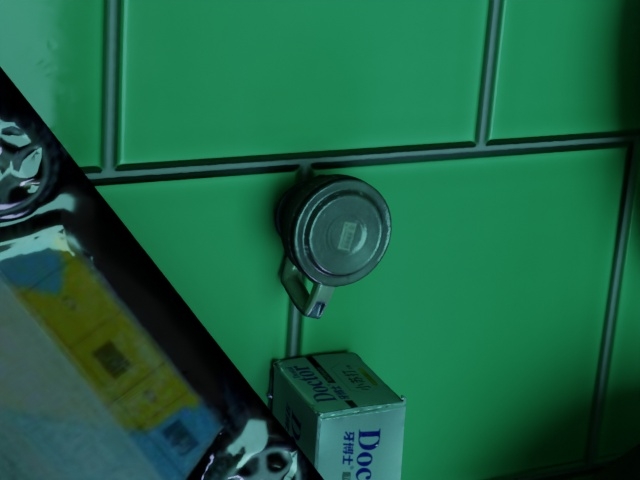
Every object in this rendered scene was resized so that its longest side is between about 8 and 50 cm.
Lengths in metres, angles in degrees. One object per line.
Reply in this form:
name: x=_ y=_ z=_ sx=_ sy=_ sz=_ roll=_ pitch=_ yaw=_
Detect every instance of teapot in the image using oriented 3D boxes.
teapot: x=0.000 y=0.000 z=0.897 sx=0.066 sy=0.057 sz=0.088 roll=12 pitch=100 yaw=-29

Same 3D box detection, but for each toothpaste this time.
toothpaste: x=0.006 y=0.229 z=0.970 sx=0.071 sy=0.089 sz=0.313 roll=-5 pitch=111 yaw=-21

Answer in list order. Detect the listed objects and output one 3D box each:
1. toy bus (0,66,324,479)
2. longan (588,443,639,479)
toy bus: x=-0.158 y=0.049 z=0.767 sx=0.162 sy=0.171 sz=0.386 roll=-38 pitch=121 yaw=-6
longan: x=0.294 y=0.345 z=0.972 sx=0.404 sy=0.404 sz=0.436 roll=-37 pitch=90 yaw=-11
